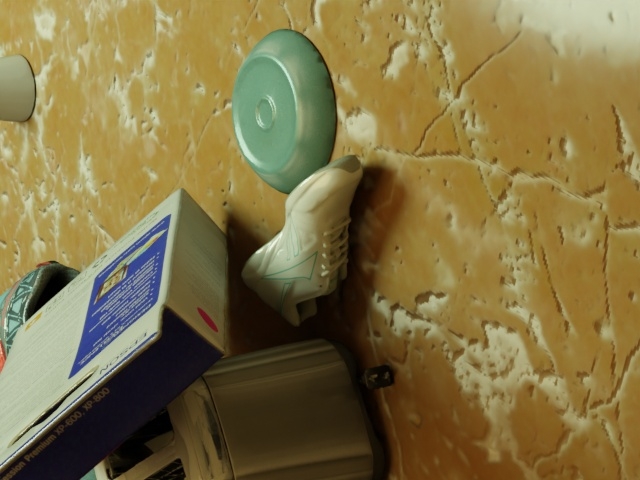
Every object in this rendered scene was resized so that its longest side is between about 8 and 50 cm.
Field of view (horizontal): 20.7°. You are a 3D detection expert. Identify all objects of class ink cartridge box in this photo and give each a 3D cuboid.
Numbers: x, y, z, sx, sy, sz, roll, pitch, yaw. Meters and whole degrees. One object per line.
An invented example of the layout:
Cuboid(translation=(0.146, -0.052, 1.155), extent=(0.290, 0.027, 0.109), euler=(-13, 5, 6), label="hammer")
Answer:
Cuboid(translation=(-0.146, 0.079, 1.178), extent=(0.069, 0.176, 0.371), euler=(48, -172, -10), label="ink cartridge box")

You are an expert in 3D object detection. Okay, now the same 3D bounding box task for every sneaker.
Cuboid(translation=(-0.216, 0.136, 1.488), extent=(0.125, 0.104, 0.261), euler=(-47, 58, 45), label="sneaker")
Cuboid(translation=(0.000, 0.000, 1.211), extent=(0.061, 0.054, 0.152), euler=(50, 138, 18), label="sneaker")

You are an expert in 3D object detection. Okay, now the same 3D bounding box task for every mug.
Cuboid(translation=(-0.306, -0.136, 1.603), extent=(0.078, 0.064, 0.062), euler=(-5, 92, 55), label="mug")

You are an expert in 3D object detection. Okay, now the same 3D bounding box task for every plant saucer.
Cuboid(translation=(-0.032, -0.091, 1.258), extent=(0.119, 0.021, 0.119), euler=(14, 107, 54), label="plant saucer")

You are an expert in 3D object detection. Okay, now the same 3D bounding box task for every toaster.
Cuboid(translation=(-0.061, 0.149, 1.230), extent=(0.227, 0.146, 0.129), euler=(-34, 68, 52), label="toaster")
